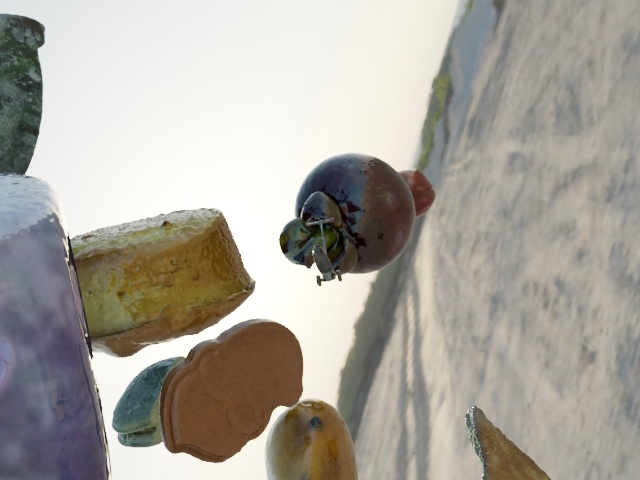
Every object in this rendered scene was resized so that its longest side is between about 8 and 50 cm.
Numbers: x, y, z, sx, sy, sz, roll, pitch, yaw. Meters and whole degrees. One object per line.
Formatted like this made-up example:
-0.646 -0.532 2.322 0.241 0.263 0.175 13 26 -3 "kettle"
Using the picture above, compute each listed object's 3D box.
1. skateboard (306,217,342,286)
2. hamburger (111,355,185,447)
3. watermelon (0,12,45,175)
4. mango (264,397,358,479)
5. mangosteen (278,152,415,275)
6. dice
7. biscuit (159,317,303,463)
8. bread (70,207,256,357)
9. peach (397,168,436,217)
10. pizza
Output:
0.000 0.000 1.016 0.063 0.032 0.083 68 -169 -49 "skateboard"
-0.204 0.194 1.097 0.054 0.084 0.121 59 -148 -30 "hamburger"
-0.528 -0.184 1.421 0.320 0.289 0.214 -29 2 -19 "watermelon"
-0.015 0.394 1.498 0.187 0.144 0.359 -103 10 -53 "mango"
0.036 -0.030 1.583 0.257 0.215 0.215 -36 -27 -35 "mangosteen"
-0.311 0.107 0.710 0.270 0.270 0.271 -136 39 -67 "dice"
-0.066 0.115 0.714 0.130 0.019 0.102 -32 -60 -27 "biscuit"
-0.305 0.066 1.598 0.337 0.358 0.204 3 110 67 "bread"
0.162 -0.085 1.754 0.101 0.101 0.100 16 -90 -86 "peach"
0.260 0.328 1.366 0.052 0.185 0.195 -52 47 28 "pizza"
